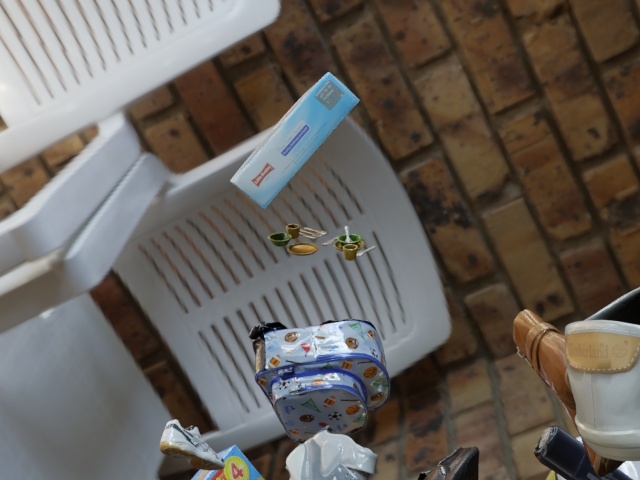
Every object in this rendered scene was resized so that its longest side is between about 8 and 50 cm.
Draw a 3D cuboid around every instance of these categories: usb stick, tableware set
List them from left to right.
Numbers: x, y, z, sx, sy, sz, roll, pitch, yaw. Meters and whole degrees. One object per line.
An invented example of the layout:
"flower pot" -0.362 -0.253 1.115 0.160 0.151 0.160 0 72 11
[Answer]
"tableware set" 0.000 0.000 1.406 0.104 0.154 0.024 -25 122 -45
"usb stick" 0.515 0.440 1.667 0.278 0.077 0.045 35 -23 -4

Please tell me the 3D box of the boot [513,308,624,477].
"boot" 0.419 0.255 1.521 0.220 0.109 0.283 43 -12 46

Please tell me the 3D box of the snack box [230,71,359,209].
"snack box" -0.047 -0.136 1.298 0.060 0.187 0.322 41 -1 -7

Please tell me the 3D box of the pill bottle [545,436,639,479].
"pill bottle" 0.548 0.564 1.904 0.334 0.188 0.187 99 -16 -47

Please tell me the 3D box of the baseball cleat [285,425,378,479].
"baseball cleat" 0.032 0.293 1.007 0.072 0.109 0.206 39 12 -50

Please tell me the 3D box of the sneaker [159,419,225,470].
"sneaker" -0.127 0.209 0.931 0.083 0.032 0.037 39 41 -39

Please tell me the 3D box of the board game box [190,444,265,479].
"board game box" -0.164 0.590 1.665 0.302 0.086 0.308 51 39 -6

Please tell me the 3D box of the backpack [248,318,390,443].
"backpack" 0.012 0.282 1.885 0.276 0.264 0.213 69 4 -51

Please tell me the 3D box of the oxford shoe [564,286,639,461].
"oxford shoe" 0.394 0.048 0.856 0.169 0.449 0.130 -12 -79 59

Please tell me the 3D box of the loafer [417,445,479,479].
"loafer" 0.190 0.378 1.432 0.220 0.078 0.080 -18 111 -59
